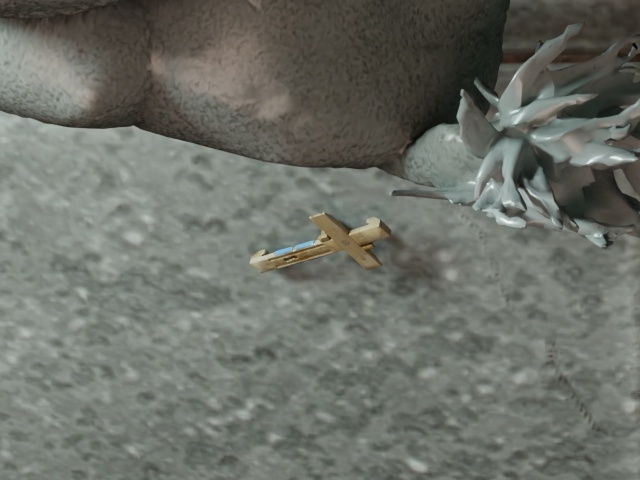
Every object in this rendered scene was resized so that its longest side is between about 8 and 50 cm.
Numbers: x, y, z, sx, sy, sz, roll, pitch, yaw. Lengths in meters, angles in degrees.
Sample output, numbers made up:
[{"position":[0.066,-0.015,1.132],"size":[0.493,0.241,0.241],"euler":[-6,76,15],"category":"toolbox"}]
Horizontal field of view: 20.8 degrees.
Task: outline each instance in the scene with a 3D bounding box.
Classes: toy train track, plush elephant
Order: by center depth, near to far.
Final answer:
[{"position":[-0.011,-0.160,0.553],"size":[0.330,0.272,0.255],"euler":[19,106,34],"category":"plush elephant"},{"position":[0.000,0.000,0.872],"size":[0.083,0.014,0.048],"euler":[-17,136,36],"category":"toy train track"}]
